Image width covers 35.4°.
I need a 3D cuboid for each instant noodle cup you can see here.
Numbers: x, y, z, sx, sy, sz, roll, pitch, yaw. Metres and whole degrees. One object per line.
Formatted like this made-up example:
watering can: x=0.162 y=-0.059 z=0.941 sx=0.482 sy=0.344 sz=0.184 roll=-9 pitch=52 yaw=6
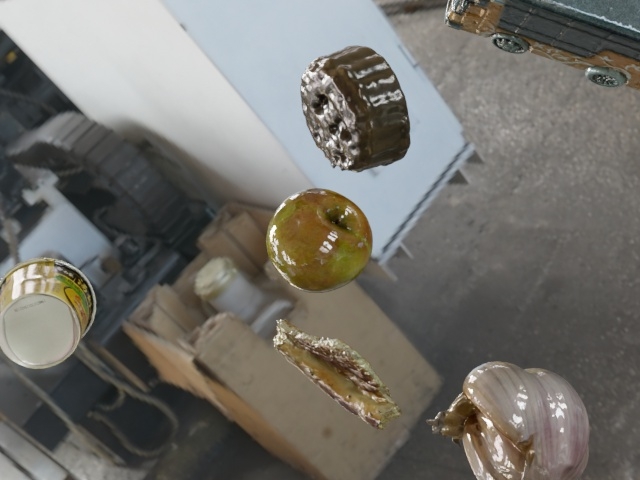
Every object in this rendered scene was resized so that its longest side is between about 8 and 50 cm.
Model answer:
instant noodle cup: x=-0.399 y=0.112 z=1.447 sx=0.151 sy=0.151 sz=0.122 roll=-41 pitch=20 yaw=0

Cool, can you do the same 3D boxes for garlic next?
garlic: x=0.222 y=0.275 z=1.299 sx=0.207 sy=0.207 sz=0.256 roll=5 pitch=49 yaw=52

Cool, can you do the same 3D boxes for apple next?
apple: x=0.000 y=0.000 z=0.842 sx=0.074 sy=0.089 sz=0.089 roll=119 pitch=174 yaw=-50

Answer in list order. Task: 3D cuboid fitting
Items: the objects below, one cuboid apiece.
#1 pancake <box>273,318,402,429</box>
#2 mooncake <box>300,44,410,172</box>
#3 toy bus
pancake: x=0.016 y=0.200 z=1.596 sx=0.057 sy=0.266 sz=0.244 roll=-50 pitch=-14 yaw=-15
mooncake: x=0.058 y=-0.227 z=1.769 sx=0.124 sy=0.228 sz=0.228 roll=-22 pitch=24 yaw=-20
toy bus: x=0.300 y=-0.292 z=1.198 sx=0.167 sy=0.275 sz=0.138 roll=102 pitch=-173 yaw=-82
